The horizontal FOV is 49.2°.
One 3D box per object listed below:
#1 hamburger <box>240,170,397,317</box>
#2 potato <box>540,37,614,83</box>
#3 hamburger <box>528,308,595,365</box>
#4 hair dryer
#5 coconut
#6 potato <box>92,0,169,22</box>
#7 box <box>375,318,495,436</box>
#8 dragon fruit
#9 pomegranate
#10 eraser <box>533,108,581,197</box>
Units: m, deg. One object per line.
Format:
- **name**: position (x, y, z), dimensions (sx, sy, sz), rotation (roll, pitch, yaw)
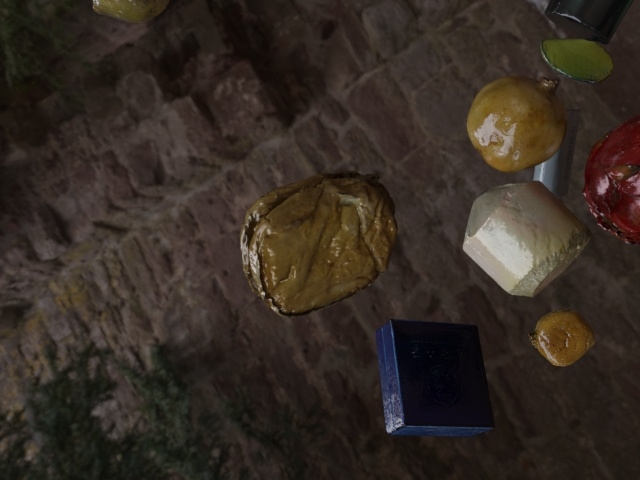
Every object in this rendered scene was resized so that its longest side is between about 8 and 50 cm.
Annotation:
- **hamburger**: position (-0.001, 0.001, 1.226), dimensions (0.144, 0.283, 0.259), rotation (-125, 26, -52)
- **potato**: position (0.679, -0.481, 1.867), dimensions (0.198, 0.119, 0.054), rotation (15, 173, 7)
- **hamburger**: position (0.630, 0.250, 1.821), dimensions (0.138, 0.147, 0.083), rotation (50, -173, 14)
- **hair dryer**: position (0.428, -0.478, 1.161), dimensions (0.116, 0.244, 0.302), rotation (21, -166, -29)
- **coconut**: position (0.439, -0.017, 1.547), dimensions (0.244, 0.239, 0.239), rotation (46, -173, 22)
- **potato**: position (-0.356, -0.461, 1.321), dimensions (0.138, 0.098, 0.243), rotation (15, -171, -16)
- **box**: position (0.293, 0.354, 1.804), dimensions (0.261, 0.116, 0.279), rotation (6, -120, -19)
- **dragon fruit**: position (0.773, -0.147, 1.617), dimensions (0.296, 0.302, 0.295), rotation (12, -116, -26)
- **pomegranate**: position (0.378, -0.232, 1.324), dimensions (0.196, 0.196, 0.196), rotation (54, -167, -18)
- **eraser**: position (0.620, -0.235, 1.839), dimensions (0.174, 0.081, 0.227), rotation (-15, -66, -55)
